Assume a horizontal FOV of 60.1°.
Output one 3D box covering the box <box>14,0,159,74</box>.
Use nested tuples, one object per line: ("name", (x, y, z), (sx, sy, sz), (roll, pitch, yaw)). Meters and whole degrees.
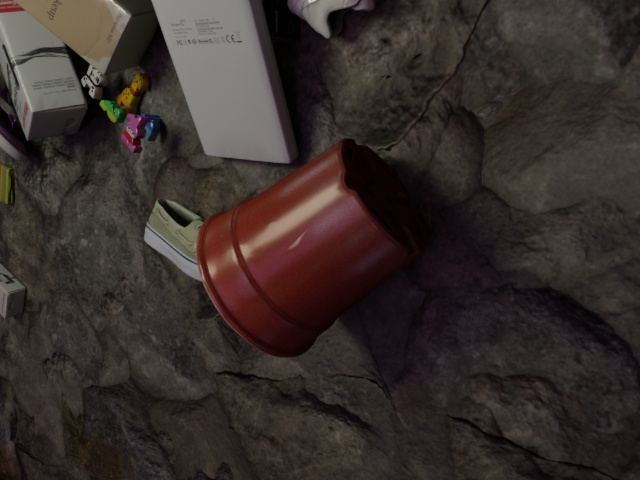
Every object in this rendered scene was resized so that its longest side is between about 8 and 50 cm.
("box", (-0.470, -0.476, 1.049), (0.311, 0.121, 0.148), (39, 121, -3))

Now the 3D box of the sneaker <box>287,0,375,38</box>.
("sneaker", (0.054, -0.398, 0.811), (0.115, 0.090, 0.232), (49, 132, 5))

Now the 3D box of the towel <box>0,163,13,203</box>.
("towel", (-0.932, -0.184, 1.550), (0.237, 0.021, 0.102), (22, 108, 28))

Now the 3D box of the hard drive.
("hard drive", (-0.159, -0.280, 0.929), (0.203, 0.040, 0.307), (10, 132, 31))

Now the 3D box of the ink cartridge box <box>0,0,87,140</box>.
("ink cartridge box", (-0.615, -0.376, 1.194), (0.197, 0.114, 0.273), (-16, 94, 58))

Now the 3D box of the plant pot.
("plant pot", (0.000, 0.000, 0.853), (0.265, 0.272, 0.272), (-35, 82, 26))

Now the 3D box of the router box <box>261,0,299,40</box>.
("router box", (-0.153, -0.489, 0.915), (0.243, 0.081, 0.309), (10, 108, 31))

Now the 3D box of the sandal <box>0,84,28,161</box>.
("sandal", (-0.844, -0.373, 1.384), (0.102, 0.169, 0.416), (-40, 76, -7))

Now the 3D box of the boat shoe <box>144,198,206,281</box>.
("boat shoe", (-0.244, 0.003, 1.094), (0.302, 0.109, 0.094), (24, 113, 29))

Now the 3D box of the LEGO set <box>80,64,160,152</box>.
("LEGO set", (-0.384, -0.287, 1.124), (0.227, 0.087, 0.093), (49, 120, 21))

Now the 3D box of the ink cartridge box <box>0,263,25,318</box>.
("ink cartridge box", (-0.922, 0.146, 1.606), (0.135, 0.056, 0.099), (35, 119, 22))
